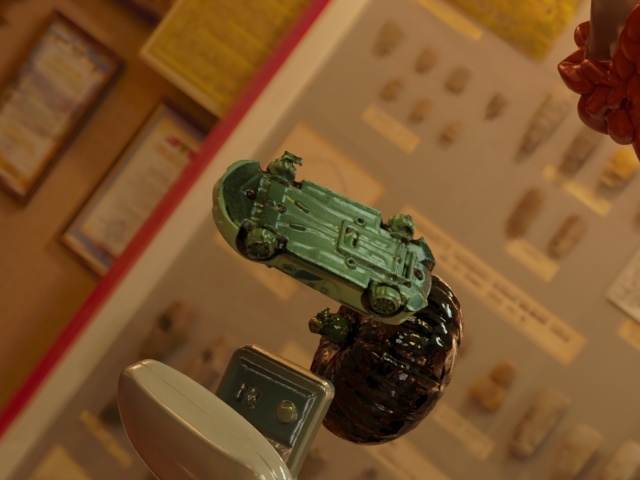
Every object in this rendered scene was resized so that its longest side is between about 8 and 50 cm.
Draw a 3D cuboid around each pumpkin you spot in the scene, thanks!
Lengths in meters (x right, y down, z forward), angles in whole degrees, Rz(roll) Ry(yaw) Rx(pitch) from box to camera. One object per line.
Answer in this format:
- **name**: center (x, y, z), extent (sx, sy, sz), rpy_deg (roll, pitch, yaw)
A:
- **pumpkin**: center (0.067, 0.116, 1.556), extent (0.150, 0.194, 0.194), rpy_deg (42, 5, 10)

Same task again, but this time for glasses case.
- **glasses case**: center (-0.078, 0.142, 1.012), extent (0.049, 0.074, 0.193), rpy_deg (-20, 31, -30)

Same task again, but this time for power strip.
- **power strip**: center (-0.044, 0.209, 1.243), extent (0.145, 0.215, 0.061), rpy_deg (26, 6, 14)

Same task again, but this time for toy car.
- **toy car**: center (0.000, 0.000, 1.158), extent (0.186, 0.058, 0.093), rpy_deg (25, 51, -13)

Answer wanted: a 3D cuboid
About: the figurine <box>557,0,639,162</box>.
- **figurine**: center (0.315, -0.270, 1.336), extent (0.306, 0.241, 0.412), rpy_deg (-6, -65, 46)
